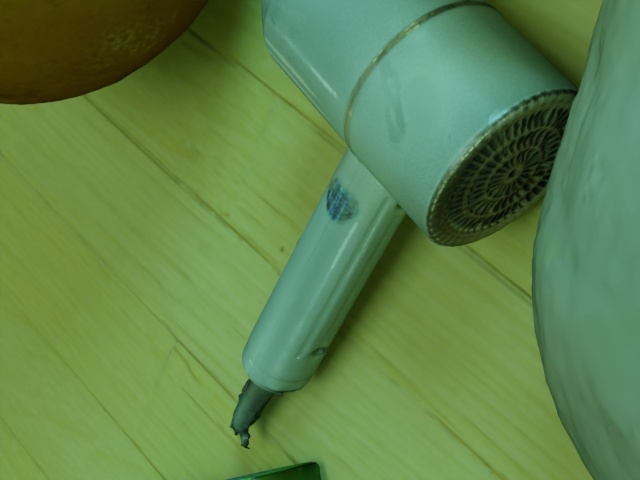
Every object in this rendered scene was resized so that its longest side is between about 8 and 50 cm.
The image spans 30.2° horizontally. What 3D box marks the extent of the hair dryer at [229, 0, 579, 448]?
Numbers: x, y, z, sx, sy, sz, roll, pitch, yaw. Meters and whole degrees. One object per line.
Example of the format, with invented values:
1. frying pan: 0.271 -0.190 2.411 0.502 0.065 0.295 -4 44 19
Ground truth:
1. hair dryer: 0.000 0.000 0.707 0.173 0.108 0.357 52 130 30

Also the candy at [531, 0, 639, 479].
1. candy: 0.236 -0.037 0.420 0.386 0.186 0.426 15 100 48

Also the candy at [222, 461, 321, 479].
1. candy: -0.075 0.215 0.804 0.194 0.062 0.097 -22 79 42

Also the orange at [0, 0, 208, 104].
1. orange: -0.198 -0.234 0.724 0.312 0.312 0.312 4 96 42
